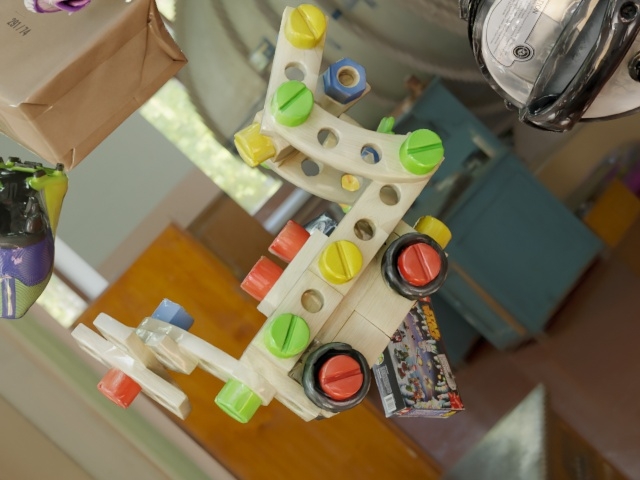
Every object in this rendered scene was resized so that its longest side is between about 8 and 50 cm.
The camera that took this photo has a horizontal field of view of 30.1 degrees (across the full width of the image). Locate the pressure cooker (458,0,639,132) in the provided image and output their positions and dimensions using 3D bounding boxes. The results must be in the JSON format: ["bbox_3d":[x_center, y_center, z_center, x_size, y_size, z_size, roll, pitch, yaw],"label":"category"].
[{"bbox_3d":[0.404,-0.388,1.793,0.375,0.370,0.420,-14,47,24],"label":"pressure cooker"}]

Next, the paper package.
[{"bbox_3d":[-0.446,-0.316,1.998,0.309,0.325,0.168,-46,-40,-17],"label":"paper package"}]

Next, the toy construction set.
[{"bbox_3d":[-0.030,0.009,0.879,0.327,0.215,0.151,-53,2,-4],"label":"toy construction set"}]

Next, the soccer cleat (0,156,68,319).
[{"bbox_3d":[-0.320,-0.010,1.256,0.289,0.093,0.121,-111,25,-69],"label":"soccer cleat"}]

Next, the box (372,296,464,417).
[{"bbox_3d":[0.084,0.103,1.147,0.027,0.137,0.094,-31,-26,34],"label":"box"}]

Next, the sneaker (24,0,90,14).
[{"bbox_3d":[-0.377,-0.371,1.740,0.236,0.104,0.095,-128,61,-88],"label":"sneaker"}]

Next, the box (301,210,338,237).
[{"bbox_3d":[0.000,0.000,1.680,0.067,0.018,0.083,-33,37,-5],"label":"box"}]

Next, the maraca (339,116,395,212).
[{"bbox_3d":[0.079,-0.125,1.988,0.127,0.099,0.185,-89,25,-48],"label":"maraca"}]
